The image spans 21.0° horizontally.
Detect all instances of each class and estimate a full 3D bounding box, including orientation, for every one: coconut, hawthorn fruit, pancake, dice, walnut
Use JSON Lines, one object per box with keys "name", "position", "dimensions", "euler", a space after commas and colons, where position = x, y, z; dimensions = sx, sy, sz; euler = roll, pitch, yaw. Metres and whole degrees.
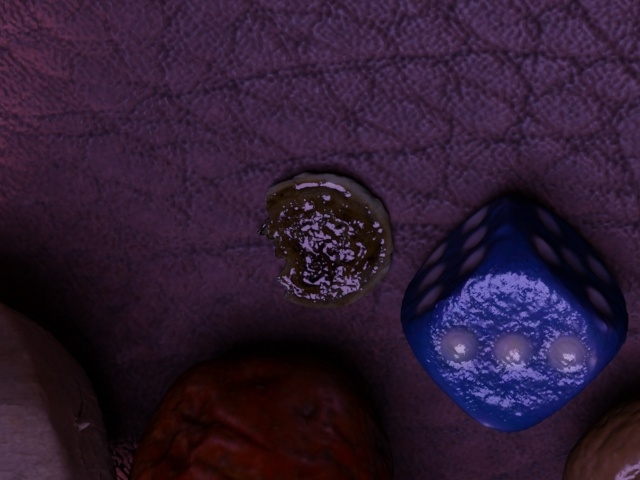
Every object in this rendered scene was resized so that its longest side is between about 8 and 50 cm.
{"name": "coconut", "position": [-0.339, 0.220, 1.492], "dimensions": [0.346, 0.360, 0.346], "euler": [-4, 71, 12]}
{"name": "hawthorn fruit", "position": [-0.052, 0.224, 1.481], "dimensions": [0.258, 0.262, 0.258], "euler": [9, 110, 24]}
{"name": "pancake", "position": [0.006, -0.002, 1.505], "dimensions": [0.116, 0.022, 0.129], "euler": [-15, 112, 17]}
{"name": "dice", "position": [0.159, 0.061, 1.434], "dimensions": [0.146, 0.143, 0.146], "euler": [43, 112, -11]}
{"name": "walnut", "position": [0.282, 0.203, 1.468], "dimensions": [0.167, 0.149, 0.166], "euler": [-12, 124, -18]}
